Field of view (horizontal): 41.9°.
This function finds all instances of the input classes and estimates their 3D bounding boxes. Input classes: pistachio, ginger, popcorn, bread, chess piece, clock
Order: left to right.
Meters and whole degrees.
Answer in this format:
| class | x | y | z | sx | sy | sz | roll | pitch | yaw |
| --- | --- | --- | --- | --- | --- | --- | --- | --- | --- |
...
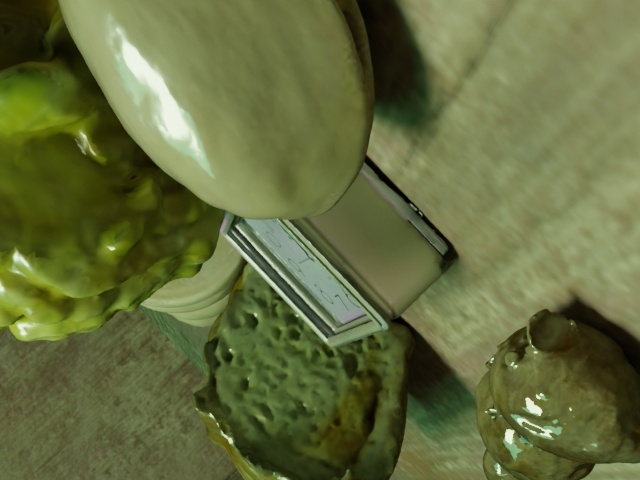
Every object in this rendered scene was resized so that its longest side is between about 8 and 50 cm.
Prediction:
| class | x | y | z | sx | sy | sz | roll | pitch | yaw |
| --- | --- | --- | --- | --- | --- | --- | --- | --- | --- |
| popcorn | -0.181 | -0.069 | 0.552 | 0.224 | 0.270 | 0.258 | 3 | 105 | 42 |
| chess piece | -0.136 | 0.017 | 0.902 | 0.167 | 0.167 | 0.300 | 43 | 170 | 12 |
| pistachio | -0.056 | -0.108 | 0.427 | 0.152 | 0.126 | 0.223 | -26 | 105 | 38 |
| bread | -0.018 | 0.148 | 0.803 | 0.195 | 0.239 | 0.252 | 7 | 152 | 2 |
| clock | 0.000 | 0.000 | 0.626 | 0.147 | 0.071 | 0.192 | 46 | 164 | 0 |
| ginger | 0.143 | 0.116 | 0.528 | 0.104 | 0.080 | 0.204 | 36 | 159 | 16 |
